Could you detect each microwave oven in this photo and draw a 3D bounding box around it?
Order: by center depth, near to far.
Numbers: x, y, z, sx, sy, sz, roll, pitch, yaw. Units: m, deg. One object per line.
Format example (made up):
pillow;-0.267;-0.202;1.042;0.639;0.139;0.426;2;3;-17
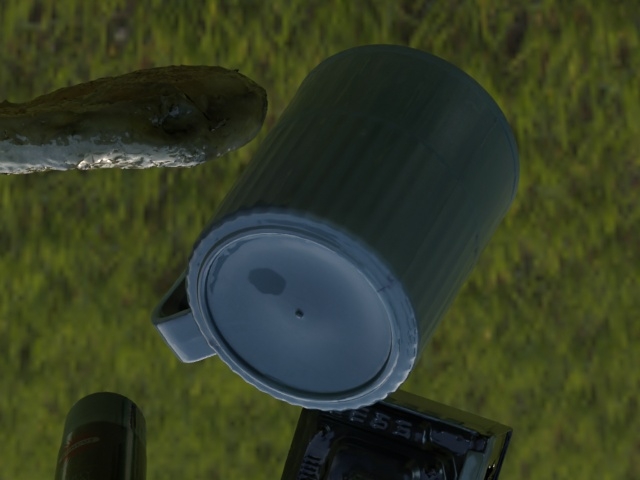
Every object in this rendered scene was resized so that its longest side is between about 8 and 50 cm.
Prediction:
microwave oven;0.064;0.322;1.916;0.238;0.295;0.181;18;-177;13

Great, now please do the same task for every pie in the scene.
pie;-0.204;-0.101;1.503;0.339;0.077;0.339;-7;-169;1

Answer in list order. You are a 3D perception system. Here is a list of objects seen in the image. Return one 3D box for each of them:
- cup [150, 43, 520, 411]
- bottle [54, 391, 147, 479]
cup;0.001;-0.017;1.728;0.331;0.311;0.256;8;126;20
bottle;-0.192;0.221;1.483;0.082;0.082;0.286;1;-162;-5
